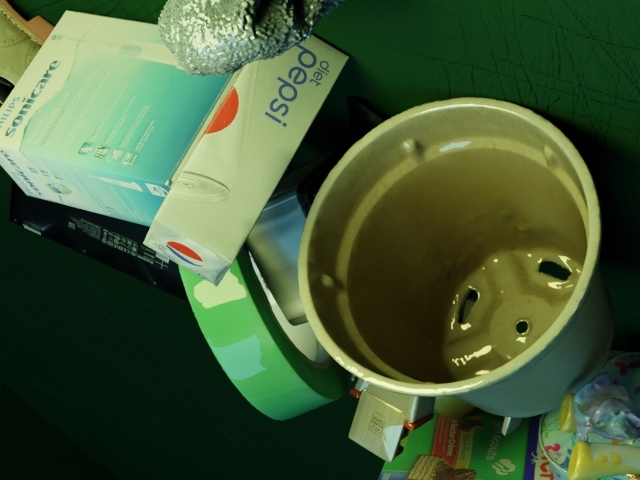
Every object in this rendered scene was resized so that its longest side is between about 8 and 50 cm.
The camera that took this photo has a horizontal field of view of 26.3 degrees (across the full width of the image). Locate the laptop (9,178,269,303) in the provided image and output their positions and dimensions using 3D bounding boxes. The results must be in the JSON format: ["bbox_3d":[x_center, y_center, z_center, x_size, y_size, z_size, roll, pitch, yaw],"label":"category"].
[{"bbox_3d":[-0.244,-0.059,2.069,0.382,0.236,0.408,23,132,9],"label":"laptop"}]

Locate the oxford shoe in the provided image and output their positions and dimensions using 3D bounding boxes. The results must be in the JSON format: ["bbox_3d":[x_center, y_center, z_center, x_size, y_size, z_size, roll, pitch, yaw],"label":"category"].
[{"bbox_3d":[-0.468,-0.272,1.754,0.348,0.130,0.123,33,157,-12],"label":"oxford shoe"}]

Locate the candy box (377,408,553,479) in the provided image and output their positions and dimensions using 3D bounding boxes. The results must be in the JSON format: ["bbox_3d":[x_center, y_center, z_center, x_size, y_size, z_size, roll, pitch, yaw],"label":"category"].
[{"bbox_3d":[0.260,0.347,1.975,0.317,0.268,0.122,4,118,16],"label":"candy box"}]

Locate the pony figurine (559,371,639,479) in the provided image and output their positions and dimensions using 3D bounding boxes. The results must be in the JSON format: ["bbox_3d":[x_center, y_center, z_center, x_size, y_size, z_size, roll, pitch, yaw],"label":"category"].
[{"bbox_3d":[0.441,0.270,1.492,0.363,0.351,0.303,13,165,-1],"label":"pony figurine"}]

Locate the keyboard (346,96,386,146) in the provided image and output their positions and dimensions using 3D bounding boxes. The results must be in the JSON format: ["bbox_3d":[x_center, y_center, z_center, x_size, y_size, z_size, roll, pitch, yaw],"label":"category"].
[{"bbox_3d":[0.081,-0.102,1.654,0.100,0.038,0.192,44,166,23],"label":"keyboard"}]

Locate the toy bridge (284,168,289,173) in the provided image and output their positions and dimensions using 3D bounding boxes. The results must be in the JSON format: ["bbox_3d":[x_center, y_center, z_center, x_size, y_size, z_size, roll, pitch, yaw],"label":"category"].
[{"bbox_3d":[-0.097,-0.107,1.829,0.188,0.026,0.063,28,157,-1],"label":"toy bridge"}]

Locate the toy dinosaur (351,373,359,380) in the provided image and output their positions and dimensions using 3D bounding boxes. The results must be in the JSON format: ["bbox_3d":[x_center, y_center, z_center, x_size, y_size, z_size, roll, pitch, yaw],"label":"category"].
[{"bbox_3d":[0.155,0.220,2.174,0.160,0.121,0.313,-15,129,42],"label":"toy dinosaur"}]

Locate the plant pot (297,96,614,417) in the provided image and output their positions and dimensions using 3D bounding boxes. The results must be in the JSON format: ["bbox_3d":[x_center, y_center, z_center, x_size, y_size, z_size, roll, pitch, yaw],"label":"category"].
[{"bbox_3d":[0.190,0.055,1.540,0.334,0.334,0.305,13,165,31],"label":"plant pot"}]

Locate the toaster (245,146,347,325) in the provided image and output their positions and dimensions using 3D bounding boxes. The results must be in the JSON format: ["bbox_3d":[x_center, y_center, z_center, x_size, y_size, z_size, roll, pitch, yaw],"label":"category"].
[{"bbox_3d":[0.000,0.000,1.658,0.110,0.186,0.168,-22,103,28],"label":"toaster"}]

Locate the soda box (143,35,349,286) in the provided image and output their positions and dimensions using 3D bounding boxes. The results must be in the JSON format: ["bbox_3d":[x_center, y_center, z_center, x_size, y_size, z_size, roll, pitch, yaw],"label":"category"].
[{"bbox_3d":[-0.080,-0.100,1.489,0.098,0.286,0.091,31,157,-4],"label":"soda box"}]

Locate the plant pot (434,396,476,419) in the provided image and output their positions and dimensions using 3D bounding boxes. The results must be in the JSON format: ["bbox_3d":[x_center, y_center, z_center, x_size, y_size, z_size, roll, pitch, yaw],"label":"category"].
[{"bbox_3d":[0.211,0.181,1.997,0.134,0.134,0.095,37,130,-21],"label":"plant pot"}]

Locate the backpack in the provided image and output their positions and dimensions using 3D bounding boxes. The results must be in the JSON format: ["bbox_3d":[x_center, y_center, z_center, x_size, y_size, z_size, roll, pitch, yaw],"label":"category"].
[{"bbox_3d":[0.416,0.259,1.790,0.253,0.225,0.191,22,156,39],"label":"backpack"}]

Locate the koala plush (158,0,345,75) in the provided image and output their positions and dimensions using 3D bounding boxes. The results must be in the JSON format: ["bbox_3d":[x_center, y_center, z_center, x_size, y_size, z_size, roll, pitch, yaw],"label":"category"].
[{"bbox_3d":[-0.096,-0.289,1.265,0.196,0.203,0.221,8,138,38],"label":"koala plush"}]

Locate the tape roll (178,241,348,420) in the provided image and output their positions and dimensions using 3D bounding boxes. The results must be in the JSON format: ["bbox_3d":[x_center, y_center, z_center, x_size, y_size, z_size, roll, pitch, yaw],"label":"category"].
[{"bbox_3d":[-0.071,0.065,1.727,0.077,0.321,0.321,-24,136,15],"label":"tape roll"}]

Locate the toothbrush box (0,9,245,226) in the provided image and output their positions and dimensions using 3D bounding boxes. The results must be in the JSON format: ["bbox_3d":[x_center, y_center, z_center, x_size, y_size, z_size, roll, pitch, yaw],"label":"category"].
[{"bbox_3d":[-0.225,-0.144,1.649,0.295,0.216,0.126,13,153,29],"label":"toothbrush box"}]

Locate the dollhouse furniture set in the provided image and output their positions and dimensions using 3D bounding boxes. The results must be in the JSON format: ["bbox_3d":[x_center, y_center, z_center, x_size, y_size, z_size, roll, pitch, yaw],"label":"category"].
[{"bbox_3d":[0.148,0.177,1.811,0.262,0.259,0.135,29,119,27],"label":"dollhouse furniture set"}]
